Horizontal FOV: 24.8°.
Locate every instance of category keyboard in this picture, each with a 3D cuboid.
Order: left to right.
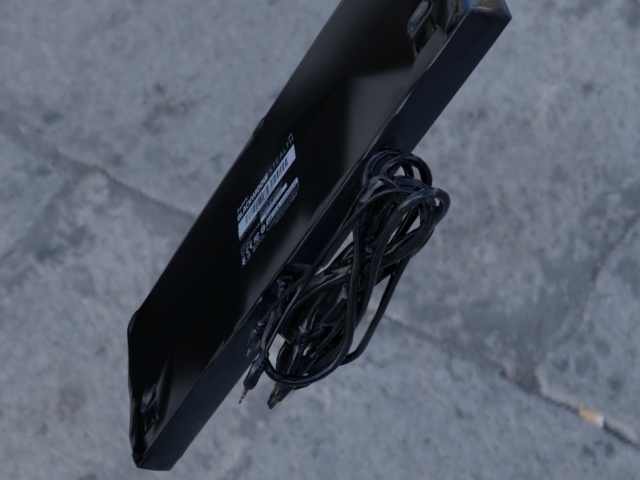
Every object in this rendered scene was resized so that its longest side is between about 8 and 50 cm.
[{"bbox_3d":[0.000,0.000,0.414,0.192,0.038,0.100,-54,28,34],"label":"keyboard"}]
